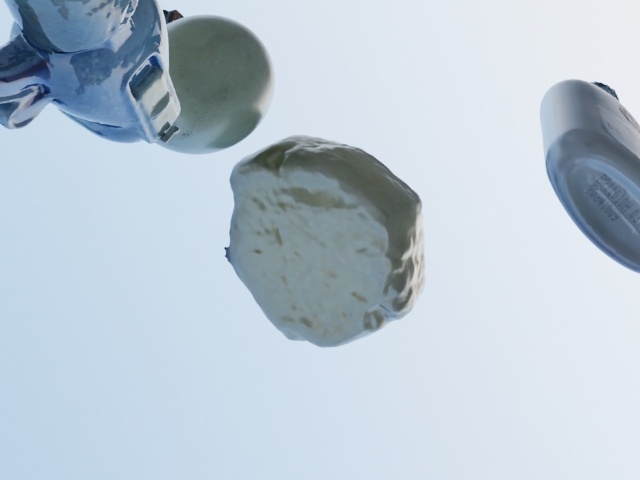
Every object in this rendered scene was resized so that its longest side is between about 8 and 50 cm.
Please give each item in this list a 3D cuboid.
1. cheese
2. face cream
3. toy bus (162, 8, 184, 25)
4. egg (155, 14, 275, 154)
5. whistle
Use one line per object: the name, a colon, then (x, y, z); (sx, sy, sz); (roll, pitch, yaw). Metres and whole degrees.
cheese: (0.000, 0.000, 1.557); (0.326, 0.318, 0.115); (48, -143, 3)
face cream: (0.283, -0.087, 1.063); (0.163, 0.080, 0.336); (46, -157, -10)
toy bus: (-0.272, -0.358, 1.784); (0.043, 0.110, 0.031); (38, -119, -45)
egg: (-0.160, -0.213, 1.459); (0.186, 0.186, 0.253); (42, -142, 7)
whistle: (-0.149, -0.139, 0.656); (0.093, 0.269, 0.180); (31, -110, 21)
